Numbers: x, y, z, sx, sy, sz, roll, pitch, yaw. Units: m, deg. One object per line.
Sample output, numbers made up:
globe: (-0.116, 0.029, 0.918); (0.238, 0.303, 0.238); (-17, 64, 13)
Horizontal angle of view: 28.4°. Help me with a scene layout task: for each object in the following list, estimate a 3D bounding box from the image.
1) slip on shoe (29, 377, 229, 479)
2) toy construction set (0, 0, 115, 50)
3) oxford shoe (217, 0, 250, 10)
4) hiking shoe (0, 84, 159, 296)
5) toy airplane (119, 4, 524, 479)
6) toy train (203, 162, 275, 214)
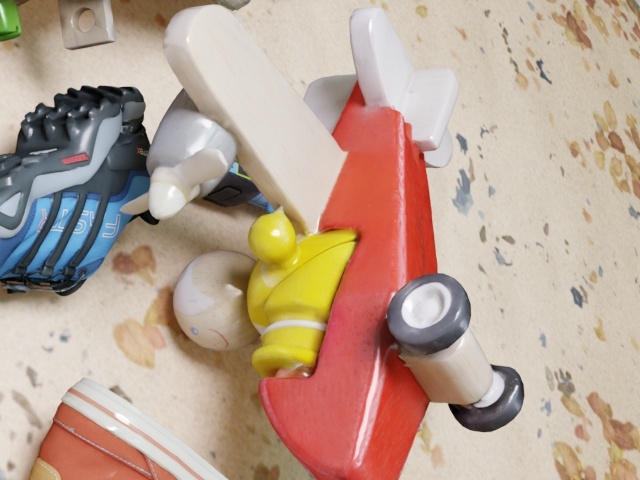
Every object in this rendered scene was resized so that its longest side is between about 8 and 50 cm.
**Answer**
slip on shoe: (-0.086, 0.233, 0.951); (0.331, 0.123, 0.101); (44, 72, -28)
toy construction set: (-0.285, -0.235, 0.958); (0.309, 0.257, 0.237); (55, 20, 6)
oxford shoe: (-0.108, -0.306, 1.092); (0.169, 0.130, 0.449); (41, 3, 5)
hiking shoe: (-0.218, -0.003, 0.935); (0.304, 0.113, 0.132); (-41, 123, -40)
toy airplane: (0.000, 0.000, 1.049); (0.386, 0.272, 0.384); (70, 18, -2)
toy train: (-0.056, -0.077, 1.197); (0.184, 0.080, 0.105); (21, 61, -42)
